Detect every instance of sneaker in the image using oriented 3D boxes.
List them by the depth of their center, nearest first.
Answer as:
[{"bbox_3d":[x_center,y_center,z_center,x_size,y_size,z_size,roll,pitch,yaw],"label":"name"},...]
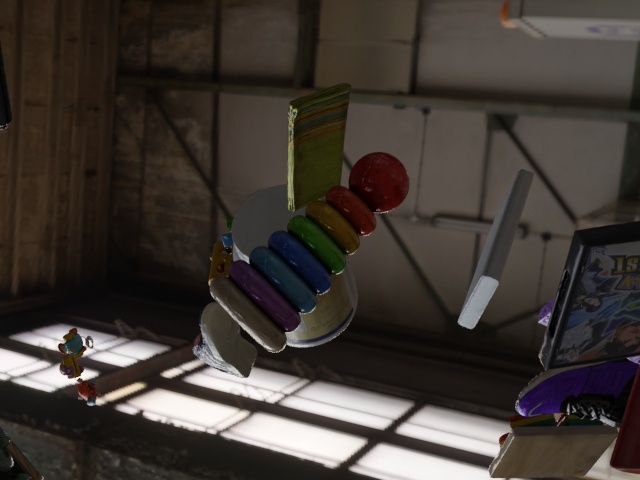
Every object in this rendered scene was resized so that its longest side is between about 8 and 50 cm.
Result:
[{"bbox_3d":[0.536,0.307,1.688,0.102,0.293,0.146,75,174,-57],"label":"sneaker"},{"bbox_3d":[-0.290,0.269,2.314,0.350,0.148,0.131,72,-145,-54],"label":"sneaker"}]

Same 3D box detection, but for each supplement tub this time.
[{"bbox_3d":[-0.052,0.055,1.790,0.316,0.228,0.228,73,-145,-52],"label":"supplement tub"}]

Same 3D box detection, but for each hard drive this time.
[{"bbox_3d":[0.382,0.017,1.866,0.203,0.040,0.308,103,-168,-55],"label":"hard drive"}]

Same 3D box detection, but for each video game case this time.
[{"bbox_3d":[0.450,0.068,1.162,0.035,0.274,0.248,-107,13,-45],"label":"video game case"}]

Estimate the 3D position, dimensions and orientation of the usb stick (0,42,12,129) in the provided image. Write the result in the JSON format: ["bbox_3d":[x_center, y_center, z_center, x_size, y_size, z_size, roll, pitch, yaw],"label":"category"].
[{"bbox_3d":[-0.589,-0.315,1.491,0.045,0.077,0.278,-93,8,-48],"label":"usb stick"}]

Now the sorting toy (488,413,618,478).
[{"bbox_3d":[0.565,0.498,2.135,0.257,0.255,0.089,98,171,-52],"label":"sorting toy"}]

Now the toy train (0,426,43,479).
[{"bbox_3d":[-0.475,0.292,1.153,0.142,0.190,0.334,-39,-79,-9],"label":"toy train"}]

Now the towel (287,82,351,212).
[{"bbox_3d":[-0.003,-0.139,1.339,0.102,0.021,0.237,-22,-34,-19],"label":"towel"}]

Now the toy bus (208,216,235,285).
[{"bbox_3d":[-0.212,0.041,2.064,0.202,0.104,0.191,-19,-81,-76],"label":"toy bus"}]

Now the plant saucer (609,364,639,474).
[{"bbox_3d":[0.616,0.282,1.356,0.048,0.259,0.258,60,-137,-23],"label":"plant saucer"}]

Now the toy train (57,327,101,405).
[{"bbox_3d":[-0.533,0.277,1.882,0.125,0.046,0.166,58,-166,-55],"label":"toy train"}]

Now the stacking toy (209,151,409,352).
[{"bbox_3d":[0.000,0.000,1.236,0.330,0.141,0.141,-46,-32,-5],"label":"stacking toy"}]

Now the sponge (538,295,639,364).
[{"bbox_3d":[0.477,0.145,1.419,0.117,0.210,0.031,115,176,-65],"label":"sponge"}]
